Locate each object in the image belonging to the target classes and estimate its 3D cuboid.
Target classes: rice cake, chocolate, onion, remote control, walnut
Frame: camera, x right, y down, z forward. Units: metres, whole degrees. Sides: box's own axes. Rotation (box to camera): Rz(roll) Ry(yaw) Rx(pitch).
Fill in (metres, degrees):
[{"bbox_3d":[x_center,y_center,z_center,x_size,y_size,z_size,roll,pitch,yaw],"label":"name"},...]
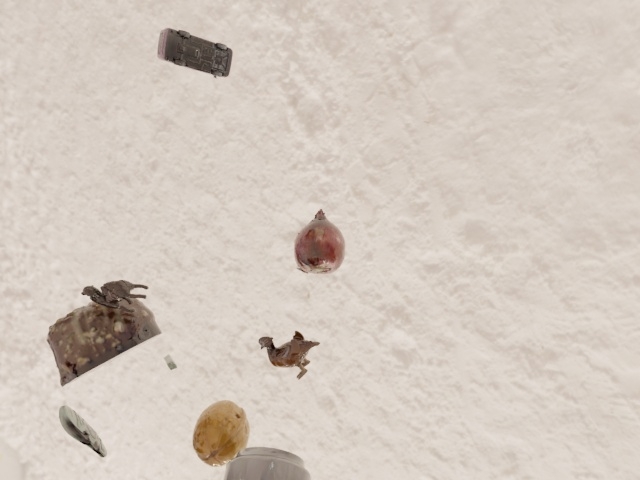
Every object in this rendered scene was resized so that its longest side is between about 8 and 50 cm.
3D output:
[{"bbox_3d":[-0.554,0.449,1.626,0.033,0.029,0.170,60,156,-7],"label":"rice cake"},{"bbox_3d":[-0.725,0.300,1.451,0.210,0.339,0.225,60,159,5],"label":"chocolate"},{"bbox_3d":[0.000,0.000,1.273,0.159,0.159,0.195,-16,58,36],"label":"onion"},{"bbox_3d":[-0.733,0.596,1.362,0.097,0.045,0.256,34,150,47],"label":"remote control"},{"bbox_3d":[-0.328,0.646,1.485,0.192,0.225,0.194,1,96,9],"label":"walnut"}]

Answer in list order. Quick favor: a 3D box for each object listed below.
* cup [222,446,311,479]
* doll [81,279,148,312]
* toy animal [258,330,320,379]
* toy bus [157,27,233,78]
[{"bbox_3d":[-0.196,0.729,1.130,0.321,0.327,0.237,2,137,5],"label":"cup"},{"bbox_3d":[-0.623,0.162,1.327,0.139,0.165,0.057,-40,41,36],"label":"doll"},{"bbox_3d":[-0.096,0.346,1.412,0.188,0.089,0.179,-39,103,22],"label":"toy animal"},{"bbox_3d":[-0.363,-0.540,1.279,0.108,0.198,0.097,30,111,48],"label":"toy bus"}]
